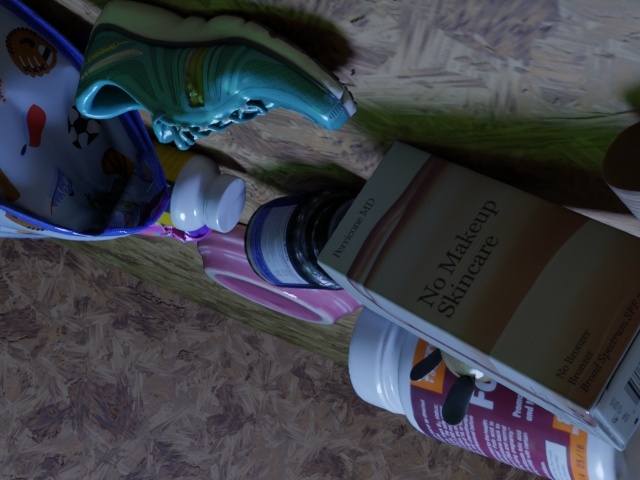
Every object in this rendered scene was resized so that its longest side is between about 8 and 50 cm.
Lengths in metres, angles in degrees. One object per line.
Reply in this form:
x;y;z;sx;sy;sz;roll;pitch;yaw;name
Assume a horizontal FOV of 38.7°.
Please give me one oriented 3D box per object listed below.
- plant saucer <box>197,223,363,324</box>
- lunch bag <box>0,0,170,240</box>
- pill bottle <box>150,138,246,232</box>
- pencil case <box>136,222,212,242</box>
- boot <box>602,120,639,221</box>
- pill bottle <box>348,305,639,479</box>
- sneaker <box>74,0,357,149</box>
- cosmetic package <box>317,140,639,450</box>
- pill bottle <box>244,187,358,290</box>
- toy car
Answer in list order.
-0.079;0.068;1.640;0.332;0.084;0.332;20;167;5;plant saucer
-0.373;-0.129;0.970;0.385;0.239;0.328;36;161;-26;lunch bag
-0.195;-0.072;1.197;0.184;0.103;0.103;18;167;19;pill bottle
-0.246;-0.051;1.390;0.104;0.104;0.236;30;166;-33;pencil case
0.343;0.007;0.580;0.220;0.109;0.283;31;167;-30;boot
0.247;0.181;1.231;0.392;0.224;0.224;12;164;38;pill bottle
-0.094;-0.125;0.781;0.275;0.110;0.107;14;165;29;sneaker
0.163;0.040;0.816;0.296;0.153;0.129;26;170;38;cosmetic package
0.000;0.000;1.120;0.122;0.123;0.219;28;166;-24;pill bottle
0.188;0.114;0.994;0.149;0.188;0.155;44;-177;-35;toy car
